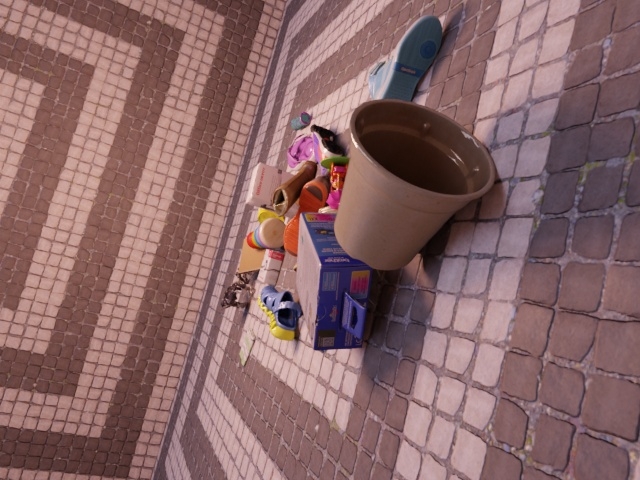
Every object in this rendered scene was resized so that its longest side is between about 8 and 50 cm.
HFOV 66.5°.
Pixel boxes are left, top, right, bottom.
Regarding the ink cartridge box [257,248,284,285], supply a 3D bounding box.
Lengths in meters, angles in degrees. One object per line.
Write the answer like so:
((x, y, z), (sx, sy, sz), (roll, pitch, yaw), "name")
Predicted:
((-0.229, 0.123, 2.236), (0.109, 0.063, 0.151), (9, 82, 68), "ink cartridge box")

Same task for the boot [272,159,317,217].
((-0.109, -0.171, 1.927), (0.270, 0.089, 0.236), (-55, -20, -48), "boot")

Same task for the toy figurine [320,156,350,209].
((0.058, -0.177, 1.631), (0.173, 0.129, 0.160), (105, 168, -80), "toy figurine")

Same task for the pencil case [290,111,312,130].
((-0.100, -0.603, 2.465), (0.151, 0.064, 0.070), (178, 92, -67), "pencil case")

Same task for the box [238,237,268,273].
((-0.337, 0.068, 2.488), (0.164, 0.021, 0.202), (-12, 58, 29), "box")

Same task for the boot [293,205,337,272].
((0.000, 0.000, 1.722), (0.262, 0.095, 0.204), (-35, 44, 48), "boot")

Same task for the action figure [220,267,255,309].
((-0.413, 0.262, 2.485), (0.164, 0.140, 0.276), (-51, 14, 38), "action figure")

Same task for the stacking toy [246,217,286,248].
((-0.276, -0.014, 2.336), (0.330, 0.141, 0.141), (-17, 58, 62), "stacking toy")

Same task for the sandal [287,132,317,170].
((-0.095, -0.428, 2.272), (0.416, 0.102, 0.170), (4, 78, 68), "sandal")

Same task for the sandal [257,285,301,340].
((-0.149, 0.253, 1.891), (0.138, 0.126, 0.317), (-64, 31, 12), "sandal")

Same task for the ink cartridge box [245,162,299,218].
((-0.197, -0.221, 2.180), (0.100, 0.237, 0.172), (-27, 50, 61), "ink cartridge box")

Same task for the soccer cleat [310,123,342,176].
((0.007, -0.379, 1.995), (0.318, 0.108, 0.117), (-110, 38, -53), "soccer cleat")

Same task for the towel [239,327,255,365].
((-0.349, 0.499, 2.301), (0.152, 0.023, 0.113), (-68, 21, 12), "towel")

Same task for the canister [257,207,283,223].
((-0.248, -0.147, 2.403), (0.073, 0.126, 0.170), (-60, 23, 29), "canister")

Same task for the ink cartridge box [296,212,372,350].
((0.032, 0.121, 1.380), (0.396, 0.150, 0.270), (-109, 21, -61), "ink cartridge box")

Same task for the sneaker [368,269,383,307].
((0.137, 0.111, 1.376), (0.061, 0.053, 0.152), (175, 110, -70), "sneaker")

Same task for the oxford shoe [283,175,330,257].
((-0.040, -0.088, 1.914), (0.364, 0.129, 0.133), (-64, -8, 34), "oxford shoe")

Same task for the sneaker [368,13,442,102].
((0.243, -0.558, 1.522), (0.319, 0.127, 0.208), (-61, 26, 25), "sneaker")

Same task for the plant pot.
((0.180, -0.104, 1.141), (0.306, 0.333, 0.334), (112, 161, -44), "plant pot")
